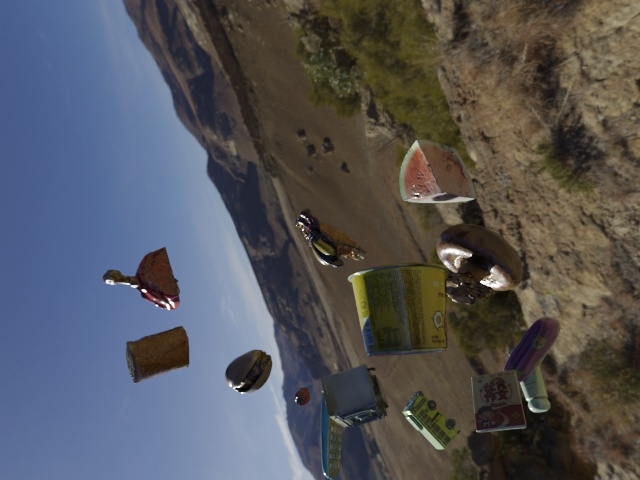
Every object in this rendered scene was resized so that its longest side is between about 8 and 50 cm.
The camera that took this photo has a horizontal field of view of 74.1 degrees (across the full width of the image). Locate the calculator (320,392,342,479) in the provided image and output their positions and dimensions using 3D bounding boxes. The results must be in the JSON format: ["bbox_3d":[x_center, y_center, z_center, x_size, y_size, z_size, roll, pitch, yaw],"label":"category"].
[{"bbox_3d":[0.051,0.778,1.746,0.256,0.055,0.385,62,-154,-59],"label":"calculator"}]

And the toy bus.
[{"bbox_3d":[0.363,0.599,1.415,0.175,0.101,0.088,44,156,13],"label":"toy bus"}]

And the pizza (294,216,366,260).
[{"bbox_3d":[0.043,-0.004,2.187,0.277,0.409,0.113,-61,-5,-69],"label":"pizza"}]

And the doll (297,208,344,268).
[{"bbox_3d":[-0.003,0.002,1.561,0.248,0.088,0.127,56,178,15],"label":"doll"}]

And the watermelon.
[{"bbox_3d":[0.408,-0.237,1.526,0.176,0.256,0.259,-41,-66,-81],"label":"watermelon"}]

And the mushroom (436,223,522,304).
[{"bbox_3d":[0.611,0.112,1.648,0.334,0.332,0.355,86,-163,-69],"label":"mushroom"}]

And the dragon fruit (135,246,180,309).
[{"bbox_3d":[-0.367,0.105,0.947,0.162,0.083,0.106,53,141,36],"label":"dragon fruit"}]

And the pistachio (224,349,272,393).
[{"bbox_3d":[-0.187,0.348,1.125,0.113,0.149,0.113,41,-158,-20],"label":"pistachio"}]

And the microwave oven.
[{"bbox_3d":[0.128,0.543,1.461,0.240,0.194,0.145,62,-167,-54],"label":"microwave oven"}]

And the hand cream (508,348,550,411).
[{"bbox_3d":[1.003,0.654,2.022,0.147,0.093,0.305,-40,41,42],"label":"hand cream"}]

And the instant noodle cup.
[{"bbox_3d":[0.256,0.226,1.330,0.325,0.326,0.253,93,174,-72],"label":"instant noodle cup"}]

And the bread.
[{"bbox_3d":[-0.495,0.343,1.293,0.103,0.172,0.131,35,127,45],"label":"bread"}]

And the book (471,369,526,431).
[{"bbox_3d":[0.627,0.567,1.507,0.022,0.162,0.231,60,-153,-25],"label":"book"}]

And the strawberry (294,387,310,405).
[{"bbox_3d":[-0.092,0.803,2.195,0.096,0.083,0.083,-31,-76,-55],"label":"strawberry"}]

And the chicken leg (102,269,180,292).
[{"bbox_3d":[-0.610,0.149,1.458,0.107,0.252,0.087,-39,40,45],"label":"chicken leg"}]

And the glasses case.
[{"bbox_3d":[0.860,0.450,1.733,0.316,0.123,0.075,-64,24,15],"label":"glasses case"}]
